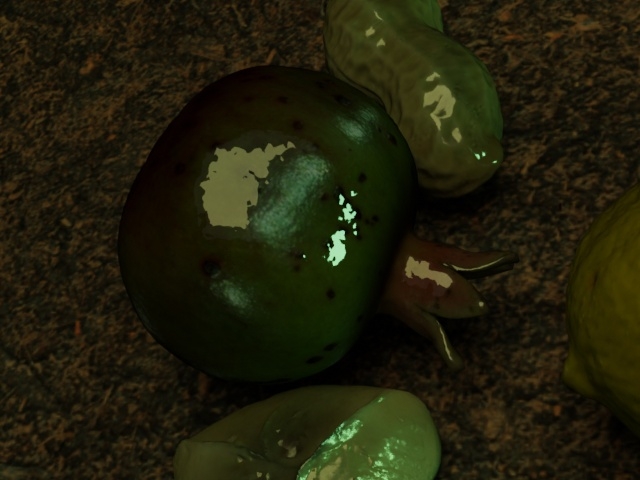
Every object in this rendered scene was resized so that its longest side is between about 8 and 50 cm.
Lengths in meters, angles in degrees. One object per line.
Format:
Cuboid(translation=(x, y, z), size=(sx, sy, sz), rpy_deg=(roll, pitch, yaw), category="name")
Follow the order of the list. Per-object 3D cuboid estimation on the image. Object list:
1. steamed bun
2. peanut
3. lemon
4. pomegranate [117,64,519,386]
Cuboid(translation=(-0.007, 0.191, 1.166), size=(0.212, 0.110, 0.231), rpy_deg=(-42, 57, -13), category="steamed bun")
Cuboid(translation=(0.087, -0.156, 1.372), size=(0.136, 0.120, 0.298), rpy_deg=(-43, 51, 17), category="peanut")
Cuboid(translation=(0.322, 0.052, 1.070), size=(0.267, 0.267, 0.267), rpy_deg=(-9, 54, 12), category="lemon")
Cuboid(translation=(-0.011, 0.001, 1.235), size=(0.323, 0.291, 0.290), rpy_deg=(25, 59, -13), category="pomegranate")
